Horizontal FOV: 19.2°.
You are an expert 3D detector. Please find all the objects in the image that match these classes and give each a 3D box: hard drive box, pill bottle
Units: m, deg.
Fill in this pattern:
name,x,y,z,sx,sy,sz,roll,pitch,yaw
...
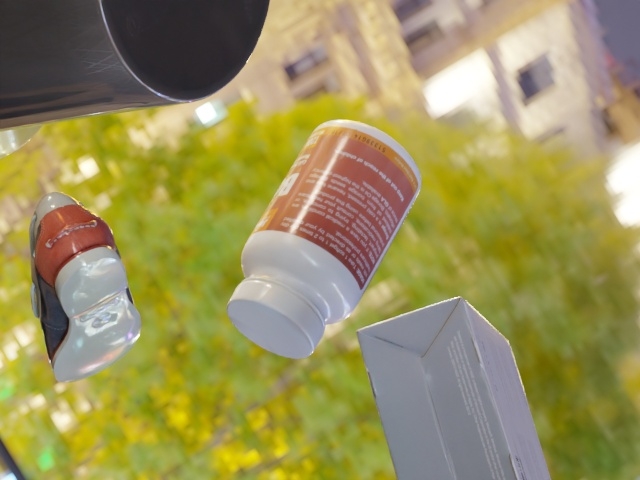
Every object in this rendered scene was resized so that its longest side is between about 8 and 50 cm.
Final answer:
name,x,y,z,sx,sy,sz,roll,pitch,yaw
hard drive box,0.116,0.157,1.489,0.232,0.089,0.181,39,34,-71
pill bottle,0.000,0.000,1.798,0.121,0.216,0.121,23,-29,13

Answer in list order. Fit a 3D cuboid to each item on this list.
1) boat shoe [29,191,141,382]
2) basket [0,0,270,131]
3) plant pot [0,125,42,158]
name,x,y,z,sx,sy,sz,roll,pitch,yaw
boat shoe,-0.117,0.026,0.909,0.043,0.049,0.137,55,-18,22
basket,-0.149,-0.134,0.921,0.227,0.154,0.204,8,-80,36
plant pot,-0.363,-0.207,1.813,0.254,0.254,0.239,53,-17,37
